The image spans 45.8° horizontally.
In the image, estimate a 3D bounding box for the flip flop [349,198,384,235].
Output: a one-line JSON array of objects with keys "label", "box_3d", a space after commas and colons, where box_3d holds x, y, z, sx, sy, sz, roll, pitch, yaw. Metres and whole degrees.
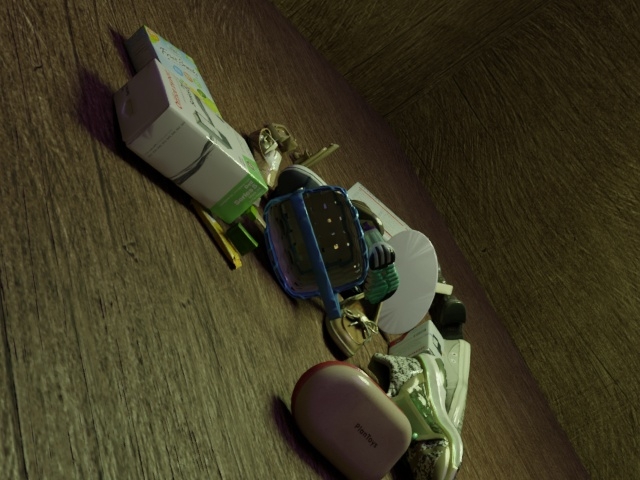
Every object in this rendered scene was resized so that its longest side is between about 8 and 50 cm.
[{"label": "flip flop", "box_3d": [0.080, -0.058, 1.860, 0.112, 0.080, 0.277, 65, -18, -14]}]

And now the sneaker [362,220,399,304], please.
[{"label": "sneaker", "box_3d": [0.124, 0.051, 1.686, 0.223, 0.083, 0.098, 90, -19, -53]}]

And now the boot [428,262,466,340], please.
[{"label": "boot", "box_3d": [0.344, 0.222, 2.204, 0.091, 0.262, 0.229, 5, 22, -13]}]

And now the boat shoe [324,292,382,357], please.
[{"label": "boat shoe", "box_3d": [0.082, 0.176, 1.729, 0.104, 0.089, 0.285, 53, 16, -7]}]

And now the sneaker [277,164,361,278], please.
[{"label": "sneaker", "box_3d": [-0.009, -0.027, 1.767, 0.321, 0.126, 0.127, 55, 38, -3]}]

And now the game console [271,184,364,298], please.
[{"label": "game console", "box_3d": [0.000, 0.000, 1.936, 0.361, 0.044, 0.213, 50, 15, -17]}]

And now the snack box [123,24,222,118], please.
[{"label": "snack box", "box_3d": [-0.322, -0.347, 1.662, 0.174, 0.070, 0.207, 24, 33, -59]}]

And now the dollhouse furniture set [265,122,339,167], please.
[{"label": "dollhouse furniture set", "box_3d": [-0.052, -0.304, 2.240, 0.151, 0.123, 0.144, 56, 16, 5]}]

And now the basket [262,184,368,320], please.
[{"label": "basket", "box_3d": [-0.008, 0.012, 1.554, 0.289, 0.201, 0.254, -110, -176, -80]}]

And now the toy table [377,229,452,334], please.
[{"label": "toy table", "box_3d": [0.225, 0.110, 2.037, 0.252, 0.274, 0.161, 25, 3, 11]}]

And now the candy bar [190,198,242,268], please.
[{"label": "candy bar", "box_3d": [-0.198, -0.016, 1.446, 0.161, 0.018, 0.040, 55, 13, 2]}]

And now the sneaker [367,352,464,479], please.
[{"label": "sneaker", "box_3d": [0.171, 0.384, 1.579, 0.182, 0.158, 0.410, 17, 30, -13]}]

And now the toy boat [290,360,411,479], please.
[{"label": "toy boat", "box_3d": [0.040, 0.307, 1.328, 0.231, 0.151, 0.151, 49, -13, -23]}]

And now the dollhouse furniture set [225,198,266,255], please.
[{"label": "dollhouse furniture set", "box_3d": [-0.147, -0.032, 1.516, 0.058, 0.076, 0.151, 53, 15, -19]}]

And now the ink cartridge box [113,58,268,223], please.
[{"label": "ink cartridge box", "box_3d": [-0.247, -0.187, 1.445, 0.273, 0.115, 0.198, 41, 14, -40]}]

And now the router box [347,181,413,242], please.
[{"label": "router box", "box_3d": [0.186, -0.016, 2.276, 0.335, 0.082, 0.301, 42, 18, 1]}]

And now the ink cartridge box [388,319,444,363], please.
[{"label": "ink cartridge box", "box_3d": [0.237, 0.287, 1.882, 0.072, 0.127, 0.175, 55, 17, -9]}]

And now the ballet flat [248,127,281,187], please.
[{"label": "ballet flat", "box_3d": [-0.138, -0.220, 1.931, 0.073, 0.067, 0.206, 40, 22, -45]}]

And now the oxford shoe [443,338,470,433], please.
[{"label": "oxford shoe", "box_3d": [0.298, 0.387, 1.887, 0.130, 0.169, 0.449, 12, 27, 6]}]
